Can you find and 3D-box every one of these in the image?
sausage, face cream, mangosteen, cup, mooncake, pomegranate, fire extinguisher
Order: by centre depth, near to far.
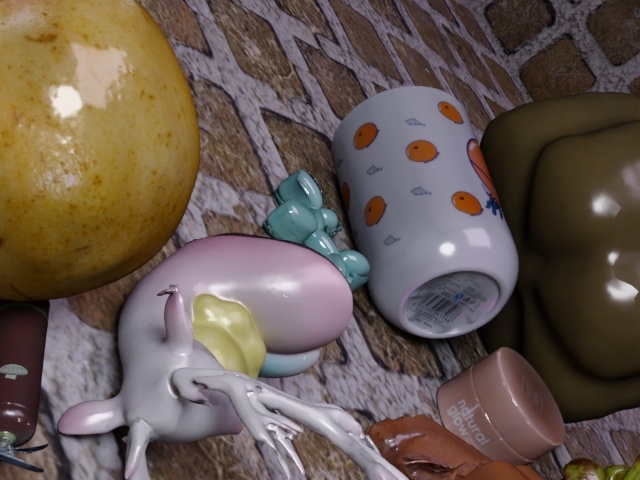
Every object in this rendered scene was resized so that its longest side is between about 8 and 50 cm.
[{"bbox_3d":[-0.218,-0.084,0.763,0.264,0.264,0.264,42,26,-25],"label":"pomegranate"},{"bbox_3d":[-0.228,0.100,0.764,0.064,0.043,0.158,10,39,-16],"label":"fire extinguisher"},{"bbox_3d":[0.169,0.283,1.210,0.326,0.079,0.087,40,52,-30],"label":"sausage"},{"bbox_3d":[0.368,0.364,1.341,0.156,0.181,0.146,24,47,-17],"label":"mangosteen"},{"bbox_3d":[0.240,0.229,1.381,0.149,0.104,0.149,42,25,-25],"label":"face cream"},{"bbox_3d":[0.143,-0.031,1.440,0.212,0.212,0.317,33,32,-39],"label":"cup"},{"bbox_3d":[0.389,0.020,1.501,0.467,0.262,0.467,172,-90,-78],"label":"mooncake"}]

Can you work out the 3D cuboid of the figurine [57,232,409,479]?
[{"bbox_3d":[-0.056,0.132,0.861,0.284,0.206,0.316,41,29,-2],"label":"figurine"}]

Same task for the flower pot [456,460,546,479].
[{"bbox_3d":[0.204,0.338,1.091,0.190,0.190,0.173,34,17,-38],"label":"flower pot"}]

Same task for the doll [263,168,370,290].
[{"bbox_3d":[0.000,0.000,1.310,0.158,0.059,0.159,43,24,-22],"label":"doll"}]
